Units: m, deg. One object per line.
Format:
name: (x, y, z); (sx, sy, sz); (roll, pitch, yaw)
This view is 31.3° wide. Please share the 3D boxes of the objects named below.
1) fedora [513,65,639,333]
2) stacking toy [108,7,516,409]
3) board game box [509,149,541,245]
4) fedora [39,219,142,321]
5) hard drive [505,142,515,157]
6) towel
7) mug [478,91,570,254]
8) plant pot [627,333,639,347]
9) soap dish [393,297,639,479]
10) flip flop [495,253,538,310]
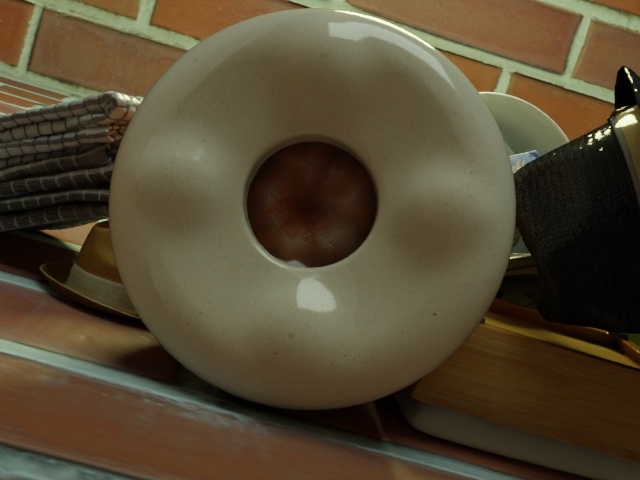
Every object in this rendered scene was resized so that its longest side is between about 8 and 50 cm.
fedora: (0.268, -0.004, 1.094); (0.152, 0.334, 0.334); (-15, 2, 12)
stacking toy: (0.000, 0.000, 1.170); (0.350, 0.351, 0.480); (18, -8, 5)
board game box: (0.148, -0.026, 1.410); (0.243, 0.165, 0.042); (-13, 61, -16)
fedora: (-0.187, 0.027, 1.177); (0.194, 0.079, 0.194); (16, 9, -2)
hard drive: (0.096, -0.044, 1.435); (0.203, 0.307, 0.040); (36, 29, -57)
towel: (-0.274, -0.072, 1.264); (0.283, 0.121, 0.235); (-9, -1, 18)
mug: (0.163, -0.039, 1.730); (0.374, 0.276, 0.328); (-12, -7, -13)
plant pot: (0.466, 0.036, 1.487); (0.366, 0.353, 0.366); (16, 9, -3)
soap dish: (0.211, 0.136, 1.131); (0.290, 0.118, 0.229); (17, 8, -8)
flip flop: (0.221, 0.064, 1.306); (0.112, 0.080, 0.277); (0, -13, 27)
